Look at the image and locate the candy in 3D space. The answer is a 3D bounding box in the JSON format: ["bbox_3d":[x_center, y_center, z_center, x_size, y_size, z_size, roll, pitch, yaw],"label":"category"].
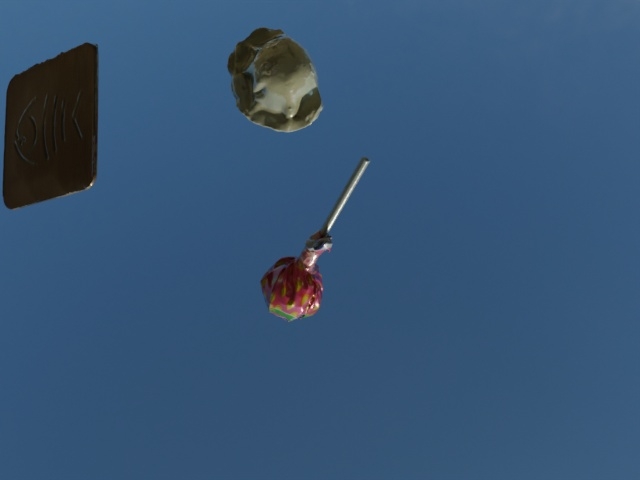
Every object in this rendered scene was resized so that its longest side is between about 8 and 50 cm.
[{"bbox_3d":[0.000,0.000,1.194,0.124,0.365,0.124,22,-148,-15],"label":"candy"}]

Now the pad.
[{"bbox_3d":[-0.524,-0.215,1.273,0.283,0.018,0.287,-10,-103,32],"label":"pad"}]

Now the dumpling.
[{"bbox_3d":[-0.101,-0.343,1.431,0.193,0.147,0.258,-34,-102,-5],"label":"dumpling"}]
